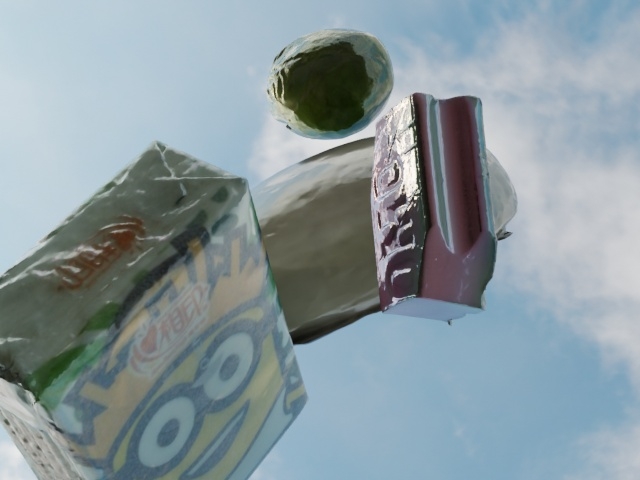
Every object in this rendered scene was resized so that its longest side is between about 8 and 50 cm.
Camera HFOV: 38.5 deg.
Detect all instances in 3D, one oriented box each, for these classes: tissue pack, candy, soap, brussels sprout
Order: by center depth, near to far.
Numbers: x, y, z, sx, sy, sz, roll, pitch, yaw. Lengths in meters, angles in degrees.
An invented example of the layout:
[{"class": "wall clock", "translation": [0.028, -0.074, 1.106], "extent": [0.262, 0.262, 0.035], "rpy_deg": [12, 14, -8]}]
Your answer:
[{"class": "soap", "translation": [0.075, -0.017, 0.639], "extent": [0.100, 0.056, 0.149], "rpy_deg": [148, -61, -70]}, {"class": "tissue pack", "translation": [-0.137, 0.108, 0.749], "extent": [0.128, 0.311, 0.228], "rpy_deg": [24, -124, 28]}, {"class": "candy", "translation": [0.000, 0.000, 1.071], "extent": [0.426, 0.386, 0.186], "rpy_deg": [-27, -83, -4]}, {"class": "brussels sprout", "translation": [0.011, -0.212, 1.259], "extent": [0.180, 0.143, 0.162], "rpy_deg": [-27, -112, 29]}]
